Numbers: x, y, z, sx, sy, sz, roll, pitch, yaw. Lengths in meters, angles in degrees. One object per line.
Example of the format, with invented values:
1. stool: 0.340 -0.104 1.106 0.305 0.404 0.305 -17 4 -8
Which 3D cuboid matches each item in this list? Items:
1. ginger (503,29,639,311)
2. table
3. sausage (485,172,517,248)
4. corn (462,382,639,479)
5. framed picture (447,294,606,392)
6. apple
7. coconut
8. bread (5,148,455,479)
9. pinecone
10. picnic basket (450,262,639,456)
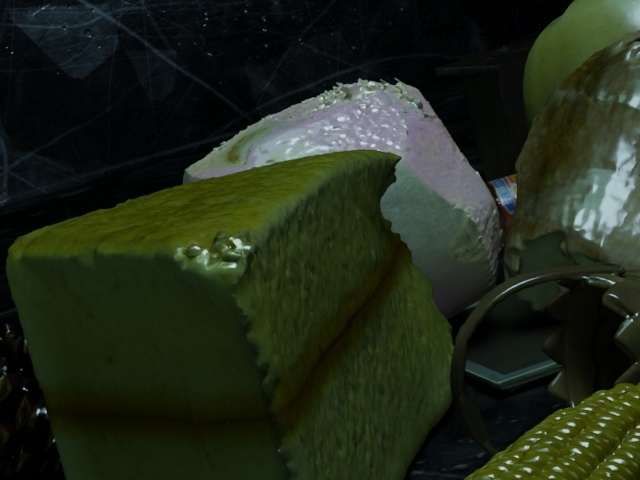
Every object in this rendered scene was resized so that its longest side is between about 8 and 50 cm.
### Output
1. ginger: 0.256 -0.051 1.366 0.275 0.130 0.221 -51 33 4
2. table: 0.267 -0.144 1.950 0.193 0.169 0.172 -18 11 -20
3. sausage: 0.304 -0.060 1.735 0.274 0.074 0.074 -15 11 -4
4. corn: 0.121 0.144 0.819 0.119 0.119 0.322 -10 8 25
5. framed picture: 0.178 0.069 1.392 0.197 0.014 0.252 -18 11 -16
6. apple: 0.323 -0.134 1.590 0.262 0.262 0.262 -14 11 3
7. coconut: 0.000 0.000 1.387 0.245 0.233 0.233 -27 14 -17
8. bread: 0.016 0.057 1.093 0.362 0.233 0.245 -23 14 -41
9. pinecone: -0.236 0.122 1.355 0.121 0.140 0.140 11 5 -15
10. picnic basket: 0.165 0.077 1.055 0.178 0.128 0.138 -7 7 -11
